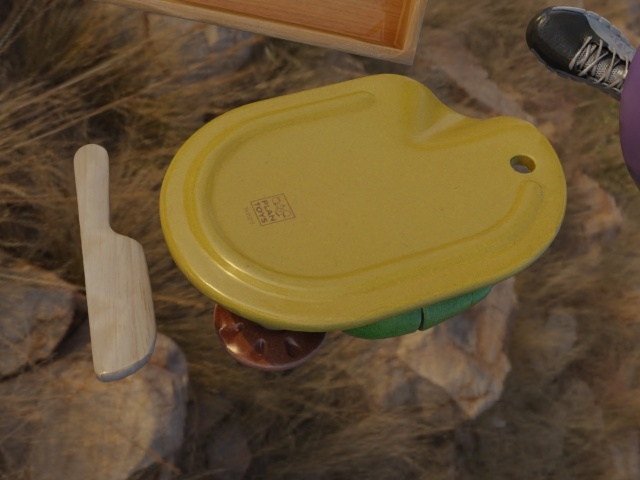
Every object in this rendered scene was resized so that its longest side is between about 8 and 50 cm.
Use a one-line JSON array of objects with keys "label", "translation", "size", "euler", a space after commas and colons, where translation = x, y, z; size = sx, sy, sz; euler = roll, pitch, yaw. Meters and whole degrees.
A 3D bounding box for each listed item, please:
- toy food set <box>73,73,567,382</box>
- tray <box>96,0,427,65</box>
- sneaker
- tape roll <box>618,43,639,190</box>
[{"label": "toy food set", "translation": [0.000, 0.000, 0.399], "size": [0.071, 0.217, 0.128], "euler": [96, -26, -51]}, {"label": "tray", "translation": [-0.085, -0.324, 0.911], "size": [0.076, 0.410, 0.203], "euler": [-105, -154, -70]}, {"label": "sneaker", "translation": [0.361, -0.206, 1.067], "size": [0.228, 0.086, 0.132], "euler": [25, 17, -13]}, {"label": "tape roll", "translation": [0.297, -0.081, 0.569], "size": [0.080, 0.189, 0.189], "euler": [-112, 177, -71]}]
